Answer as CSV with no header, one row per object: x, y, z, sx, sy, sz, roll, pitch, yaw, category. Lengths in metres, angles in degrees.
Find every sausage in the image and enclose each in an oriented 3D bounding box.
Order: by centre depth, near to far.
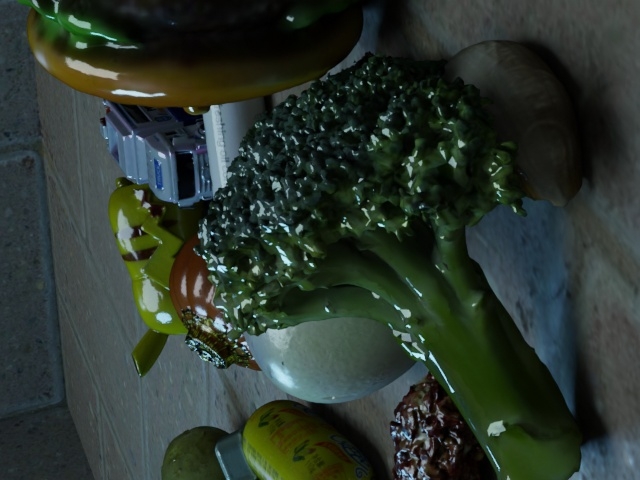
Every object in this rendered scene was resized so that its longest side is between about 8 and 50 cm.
-0.017,0.302,1.857,0.347,0.123,0.123,-154,55,-66,sausage

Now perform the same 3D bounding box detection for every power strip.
-0.094,0.373,2.031,0.265,0.059,0.194,-34,-79,-82,power strip

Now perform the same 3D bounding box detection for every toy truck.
-0.243,-0.150,2.176,0.268,0.155,0.124,-134,36,-56,toy truck

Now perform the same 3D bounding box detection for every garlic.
0.155,-0.117,1.179,0.195,0.087,0.101,51,160,48,garlic

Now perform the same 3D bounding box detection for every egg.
-0.007,0.084,1.535,0.206,0.161,0.271,33,154,48,egg

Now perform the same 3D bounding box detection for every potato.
-0.173,0.454,2.321,0.210,0.173,0.307,101,153,-53,potato

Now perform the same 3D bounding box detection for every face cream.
-0.111,-0.099,1.933,0.092,0.092,0.311,-147,47,-64,face cream

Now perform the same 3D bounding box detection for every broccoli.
0.056,0.043,1.251,0.397,0.275,0.353,56,173,-32,broccoli

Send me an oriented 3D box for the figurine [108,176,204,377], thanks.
-0.242,0.037,2.291,0.169,0.218,0.327,-30,-77,-67,figurine

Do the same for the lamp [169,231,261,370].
-0.099,0.077,1.841,0.223,0.196,0.223,31,156,15,lamp

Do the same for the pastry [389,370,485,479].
0.125,0.227,1.457,0.115,0.097,0.209,41,138,45,pastry

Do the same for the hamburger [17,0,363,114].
-0.133,-0.289,1.454,0.396,0.395,0.278,-133,37,-56,hamburger

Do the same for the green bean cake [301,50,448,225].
0.050,-0.130,1.433,0.208,0.107,0.193,-125,28,-51,green bean cake
